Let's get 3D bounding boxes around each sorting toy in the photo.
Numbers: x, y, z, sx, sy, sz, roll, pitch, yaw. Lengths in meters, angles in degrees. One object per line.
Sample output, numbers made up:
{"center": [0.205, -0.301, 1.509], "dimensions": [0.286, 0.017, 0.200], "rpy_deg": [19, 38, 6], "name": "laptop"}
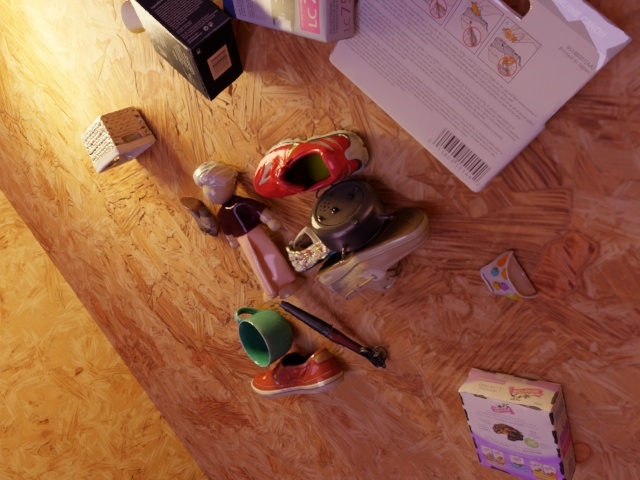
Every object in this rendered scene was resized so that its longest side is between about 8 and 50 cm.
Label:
{"center": [0.293, 0.065, 0.775], "dimensions": [0.083, 0.045, 0.075], "rpy_deg": [56, 159, -6], "name": "sorting toy"}

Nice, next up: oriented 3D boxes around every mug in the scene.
{"center": [-0.139, 0.231, 1.235], "dimensions": [0.129, 0.097, 0.158], "rpy_deg": [-25, 90, 52], "name": "mug"}
{"center": [-0.349, -0.450, 0.971], "dimensions": [0.064, 0.078, 0.062], "rpy_deg": [7, 91, 29], "name": "mug"}

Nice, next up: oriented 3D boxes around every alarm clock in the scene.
{"center": [0.036, -0.057, 0.849], "dimensions": [0.064, 0.129, 0.192], "rpy_deg": [50, -179, -37], "name": "alarm clock"}

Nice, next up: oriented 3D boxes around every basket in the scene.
{"center": [-0.513, -0.253, 1.213], "dimensions": [0.167, 0.113, 0.103], "rpy_deg": [-16, 105, 47], "name": "basket"}

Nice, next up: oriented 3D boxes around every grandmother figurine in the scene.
{"center": [-0.163, -0.025, 1.076], "dimensions": [0.208, 0.104, 0.342], "rpy_deg": [-22, 106, 40], "name": "grandmother figurine"}

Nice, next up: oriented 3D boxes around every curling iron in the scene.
{"center": [0.032, 0.202, 1.073], "dimensions": [0.274, 0.035, 0.068], "rpy_deg": [30, 147, 7], "name": "curling iron"}

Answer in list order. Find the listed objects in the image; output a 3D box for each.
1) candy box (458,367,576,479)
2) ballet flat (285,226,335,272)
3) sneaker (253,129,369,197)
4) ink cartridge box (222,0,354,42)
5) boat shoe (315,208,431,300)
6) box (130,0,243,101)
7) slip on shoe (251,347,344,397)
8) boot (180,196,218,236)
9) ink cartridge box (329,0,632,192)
{"center": [0.362, 0.343, 0.886], "dimensions": [0.165, 0.070, 0.196], "rpy_deg": [1, 120, 42], "name": "candy box"}
{"center": [0.000, 0.000, 0.943], "dimensions": [0.077, 0.091, 0.241], "rpy_deg": [50, 141, -5], "name": "ballet flat"}
{"center": [-0.047, -0.129, 0.872], "dimensions": [0.279, 0.118, 0.107], "rpy_deg": [-12, 110, 46], "name": "sneaker"}
{"center": [-0.074, -0.407, 0.687], "dimensions": [0.311, 0.065, 0.186], "rpy_deg": [36, 140, 40], "name": "ink cartridge box"}
{"center": [0.105, 0.037, 0.875], "dimensions": [0.098, 0.109, 0.302], "rpy_deg": [46, 143, -7], "name": "boat shoe"}
{"center": [-0.229, -0.358, 0.843], "dimensions": [0.158, 0.093, 0.156], "rpy_deg": [43, 169, 9], "name": "box"}
{"center": [-0.072, 0.343, 1.260], "dimensions": [0.331, 0.123, 0.101], "rpy_deg": [-25, 84, 46], "name": "slip on shoe"}
{"center": [-0.307, -0.056, 1.228], "dimensions": [0.118, 0.042, 0.087], "rpy_deg": [29, 143, 34], "name": "boot"}
{"center": [0.180, -0.247, 0.618], "dimensions": [0.296, 0.066, 0.261], "rpy_deg": [44, 140, 7], "name": "ink cartridge box"}
